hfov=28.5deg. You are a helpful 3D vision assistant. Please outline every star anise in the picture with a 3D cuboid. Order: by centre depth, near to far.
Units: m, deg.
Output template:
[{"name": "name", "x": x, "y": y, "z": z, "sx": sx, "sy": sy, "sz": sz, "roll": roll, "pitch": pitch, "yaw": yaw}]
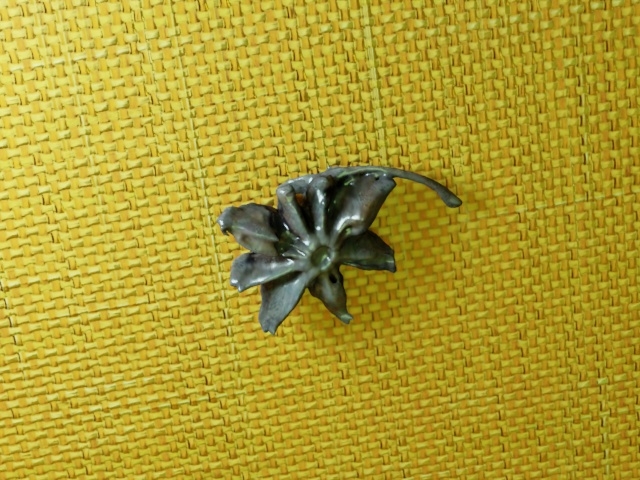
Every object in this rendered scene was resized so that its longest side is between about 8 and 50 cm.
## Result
[{"name": "star anise", "x": 0.000, "y": 0.000, "z": 1.903, "sx": 0.359, "sy": 0.139, "sz": 0.316, "roll": 18, "pitch": 116, "yaw": -28}]
